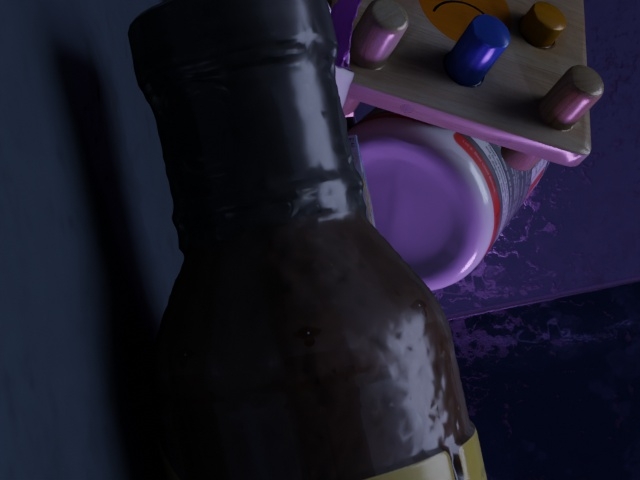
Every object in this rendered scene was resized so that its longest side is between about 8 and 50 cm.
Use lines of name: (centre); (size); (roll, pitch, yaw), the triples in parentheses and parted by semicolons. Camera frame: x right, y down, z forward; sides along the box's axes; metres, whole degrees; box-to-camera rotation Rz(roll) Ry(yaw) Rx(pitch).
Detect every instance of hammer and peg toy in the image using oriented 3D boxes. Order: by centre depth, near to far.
hammer and peg toy: (0.075, -0.211, 0.939); (0.127, 0.361, 0.265); (127, -27, -54)

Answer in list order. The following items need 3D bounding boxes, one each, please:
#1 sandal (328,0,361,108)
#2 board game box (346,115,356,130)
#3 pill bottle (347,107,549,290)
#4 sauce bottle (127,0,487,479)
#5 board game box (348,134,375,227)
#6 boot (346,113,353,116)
sandal: (-0.021, -0.139, 0.651); (0.416, 0.102, 0.169); (69, 11, -65)
board game box: (0.008, -0.178, 1.338); (0.305, 0.053, 0.193); (70, 10, -57)
pill bottle: (0.164, -0.107, 1.288); (0.363, 0.210, 0.210); (-43, 126, -51)
sauce bottle: (0.004, 0.086, 0.365); (0.111, 0.111, 0.344); (2, 77, -85)
board game box: (0.032, 0.010, 0.818); (0.103, 0.026, 0.154); (73, 8, -58)
boot: (0.100, -0.227, 1.132); (0.104, 0.295, 0.211); (99, -14, -50)
